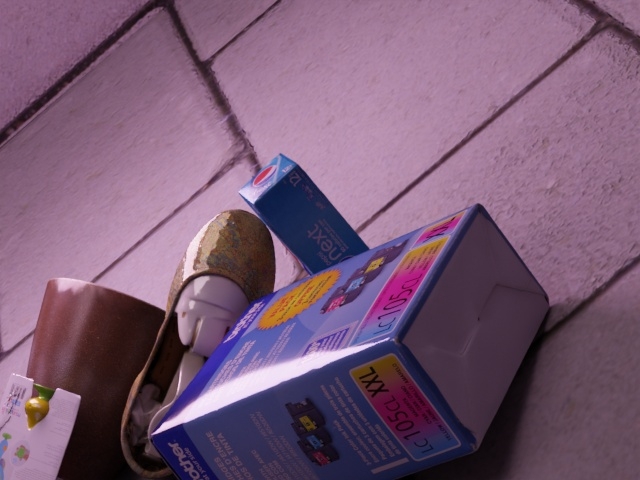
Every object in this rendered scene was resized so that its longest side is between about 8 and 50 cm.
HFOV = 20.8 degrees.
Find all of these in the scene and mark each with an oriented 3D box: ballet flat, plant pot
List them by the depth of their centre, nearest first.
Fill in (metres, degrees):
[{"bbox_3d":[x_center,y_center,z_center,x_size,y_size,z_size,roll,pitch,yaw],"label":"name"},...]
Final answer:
[{"bbox_3d":[-0.143,0.132,2.020,0.123,0.123,0.348,-100,33,-63],"label":"ballet flat"},{"bbox_3d":[-0.283,0.195,2.183,0.215,0.215,0.230,-5,60,54],"label":"plant pot"}]

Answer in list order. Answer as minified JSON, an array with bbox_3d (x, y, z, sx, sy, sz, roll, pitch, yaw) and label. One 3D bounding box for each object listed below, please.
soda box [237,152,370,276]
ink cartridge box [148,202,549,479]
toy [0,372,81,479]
[{"bbox_3d":[0.000,0.000,2.036,0.071,0.210,0.067,-43,23,-5],"label":"soda box"},{"bbox_3d":[0.009,0.144,1.808,0.395,0.151,0.270,-26,16,35],"label":"ink cartridge box"},{"bbox_3d":[-0.349,0.287,2.074,0.137,0.056,0.237,12,85,42],"label":"toy"}]
